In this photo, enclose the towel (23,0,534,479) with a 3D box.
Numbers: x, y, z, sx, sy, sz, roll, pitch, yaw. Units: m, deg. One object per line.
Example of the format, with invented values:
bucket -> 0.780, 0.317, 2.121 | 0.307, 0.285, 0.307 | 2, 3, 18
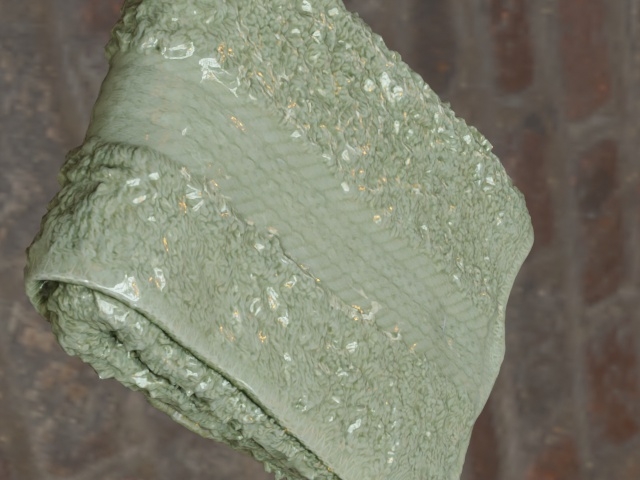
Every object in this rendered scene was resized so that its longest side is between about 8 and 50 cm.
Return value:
towel -> 0.000, 0.000, 0.400 | 0.148, 0.027, 0.110 | 40, 56, -43
